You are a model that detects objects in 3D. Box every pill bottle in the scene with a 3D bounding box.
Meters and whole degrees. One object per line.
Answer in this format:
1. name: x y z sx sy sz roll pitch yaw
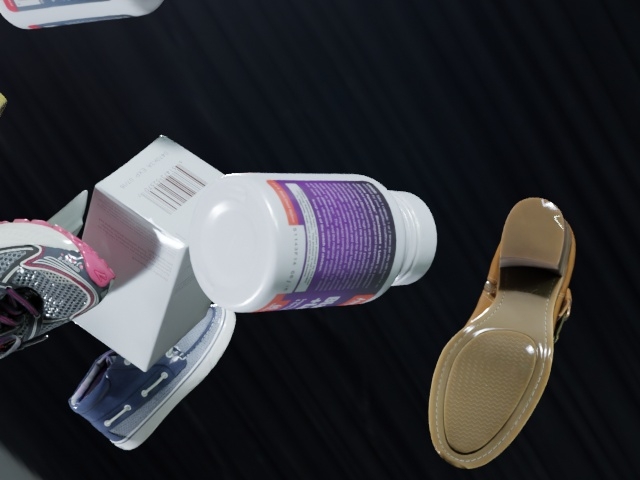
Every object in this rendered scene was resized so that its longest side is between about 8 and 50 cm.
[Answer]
1. pill bottle: -0.189 -0.245 1.309 0.180 0.108 0.108 -3 32 21
2. pill bottle: 0.000 0.000 1.213 0.193 0.108 0.108 -2 -4 -43

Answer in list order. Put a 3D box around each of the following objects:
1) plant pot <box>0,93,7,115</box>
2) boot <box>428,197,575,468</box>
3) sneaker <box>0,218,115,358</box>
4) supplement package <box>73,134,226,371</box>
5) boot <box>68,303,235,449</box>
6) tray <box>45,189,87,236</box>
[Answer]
1. plant pot: -0.460 -0.136 1.513 0.254 0.239 0.254 -54 11 16
2. boot: 0.193 0.105 1.547 0.109 0.220 0.283 11 78 13
3. sneaker: -0.315 0.076 1.355 0.299 0.121 0.112 -20 39 22
4. supplement package: -0.154 0.013 1.397 0.105 0.105 0.179 -45 -17 -45
5. boot: -0.176 0.127 1.590 0.190 0.086 0.069 -51 31 -6
6. tray: -0.397 0.049 1.950 0.270 0.030 0.145 -46 -3 -41
